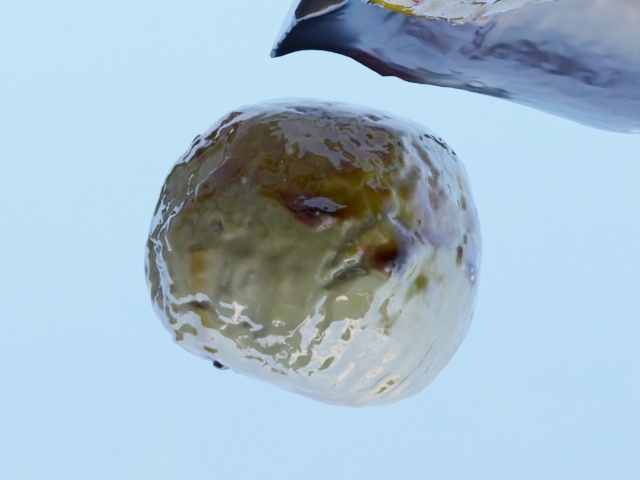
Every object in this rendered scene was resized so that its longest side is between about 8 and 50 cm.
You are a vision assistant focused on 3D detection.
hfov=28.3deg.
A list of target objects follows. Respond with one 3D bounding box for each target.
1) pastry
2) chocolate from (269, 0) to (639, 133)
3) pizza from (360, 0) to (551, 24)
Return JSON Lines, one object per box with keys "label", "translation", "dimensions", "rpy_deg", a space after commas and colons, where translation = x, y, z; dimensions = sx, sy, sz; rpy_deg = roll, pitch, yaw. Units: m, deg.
{"label": "pastry", "translation": [0.000, 0.000, 1.385], "dimensions": [0.389, 0.388, 0.312], "rpy_deg": [22, -85, 29]}
{"label": "chocolate", "translation": [0.191, -0.230, 0.904], "dimensions": [0.331, 0.383, 0.383], "rpy_deg": [29, -118, -8]}
{"label": "pizza", "translation": [0.107, -0.124, 0.516], "dimensions": [0.176, 0.185, 0.036], "rpy_deg": [-13, -89, 23]}
